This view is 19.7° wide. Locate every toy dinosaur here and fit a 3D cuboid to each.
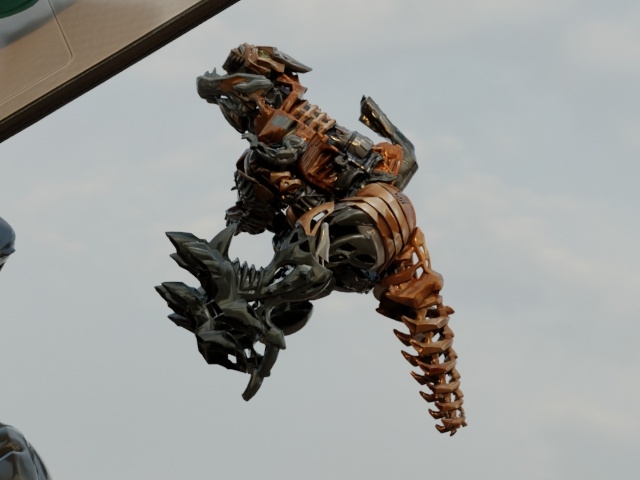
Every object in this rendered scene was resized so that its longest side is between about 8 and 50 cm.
[{"bbox_3d":[0.000,0.000,1.376,0.218,0.322,0.164,-32,-34,-18],"label":"toy dinosaur"}]

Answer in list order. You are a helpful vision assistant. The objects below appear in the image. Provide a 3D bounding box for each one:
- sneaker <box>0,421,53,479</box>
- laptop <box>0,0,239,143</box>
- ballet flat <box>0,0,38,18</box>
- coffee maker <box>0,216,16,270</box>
[{"bbox_3d":[-0.108,0.181,0.702,0.101,0.267,0.106,-40,-52,14],"label":"sneaker"},{"bbox_3d":[-0.254,-0.244,0.914,0.382,0.408,0.236,-31,-41,4],"label":"laptop"},{"bbox_3d":[-0.292,-0.209,0.776,0.409,0.147,0.147,14,-23,-38],"label":"ballet flat"},{"bbox_3d":[-0.311,0.045,1.245,0.171,0.178,0.120,16,18,-15],"label":"coffee maker"}]
